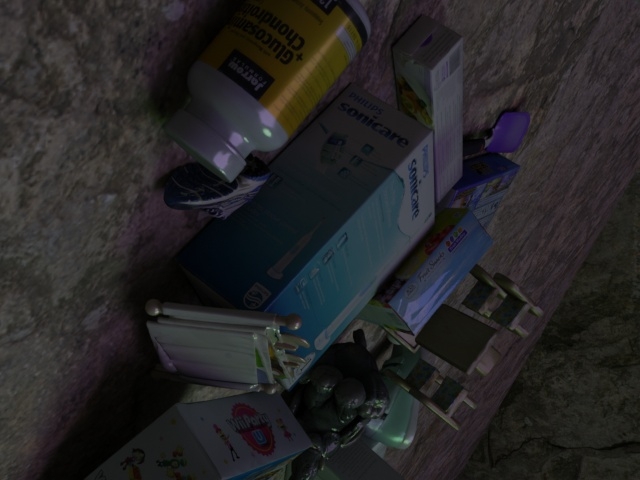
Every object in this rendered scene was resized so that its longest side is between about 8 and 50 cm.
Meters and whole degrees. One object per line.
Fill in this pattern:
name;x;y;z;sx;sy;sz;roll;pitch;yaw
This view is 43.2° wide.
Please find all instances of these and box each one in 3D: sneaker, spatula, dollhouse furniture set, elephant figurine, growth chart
sneaker;-0.103;-0.043;0.798;0.135;0.052;0.058;-21;144;-51
spatula;0.274;-0.168;1.357;0.296;0.030;0.084;-22;140;-50
dollhouse furniture set;0.160;0.116;1.209;0.161;0.242;0.212;41;83;-27
elephant figurine;0.004;0.295;1.337;0.186;0.169;0.239;-1;124;-36
growth chart;-0.100;0.118;0.848;0.237;0.172;0.021;105;-7;-61
sneaker;0.121;0.262;1.575;0.094;0.151;0.256;-42;-149;54

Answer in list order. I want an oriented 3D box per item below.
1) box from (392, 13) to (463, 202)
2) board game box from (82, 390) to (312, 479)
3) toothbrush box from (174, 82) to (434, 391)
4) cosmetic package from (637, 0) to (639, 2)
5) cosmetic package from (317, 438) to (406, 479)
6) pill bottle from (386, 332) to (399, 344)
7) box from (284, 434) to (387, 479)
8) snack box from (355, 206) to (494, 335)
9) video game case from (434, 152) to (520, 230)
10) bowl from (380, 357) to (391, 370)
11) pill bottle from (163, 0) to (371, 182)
box;0.149;-0.163;1.088;0.067;0.063;0.324;-47;156;-13
board game box;-0.187;0.301;0.943;0.303;0.097;0.224;-42;161;16
toothbrush box;0.000;0.000;0.951;0.295;0.126;0.216;-46;154;-16
cosmetic package;0.585;-0.502;1.334;0.151;0.151;0.184;-40;152;-29
cosmetic package;0.047;0.403;1.453;0.085;0.231;0.117;-44;155;-22
pill bottle;0.152;0.145;1.509;0.065;0.065;0.116;-40;153;-29
box;0.031;0.445;1.621;0.181;0.119;0.182;-37;151;-33
snack box;0.109;0.034;1.123;0.174;0.207;0.070;-47;111;-17
video game case;0.224;-0.023;1.421;0.269;0.061;0.244;-20;141;-53
bowl;0.158;0.322;1.778;0.142;0.053;0.142;-54;157;-4
pill bottle;-0.048;-0.143;0.695;0.184;0.103;0.103;-52;157;-6
